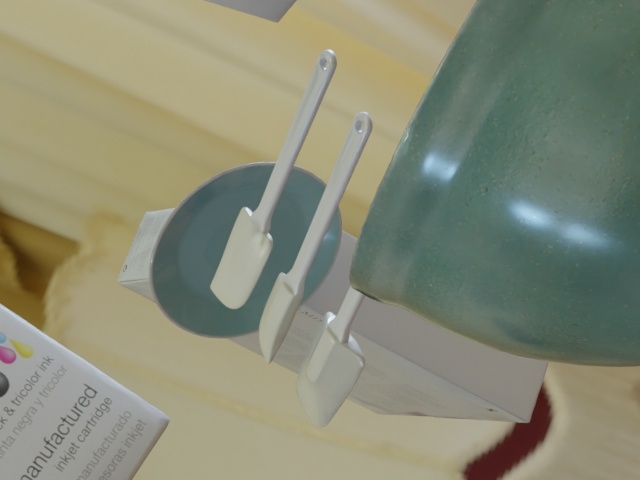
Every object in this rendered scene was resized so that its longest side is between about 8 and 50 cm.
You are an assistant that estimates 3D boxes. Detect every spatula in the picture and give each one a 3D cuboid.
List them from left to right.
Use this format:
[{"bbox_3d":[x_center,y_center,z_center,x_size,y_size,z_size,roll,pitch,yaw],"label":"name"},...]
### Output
[{"bbox_3d":[0.000,0.000,1.168,0.168,0.019,0.242,54,133,36],"label":"spatula"}]

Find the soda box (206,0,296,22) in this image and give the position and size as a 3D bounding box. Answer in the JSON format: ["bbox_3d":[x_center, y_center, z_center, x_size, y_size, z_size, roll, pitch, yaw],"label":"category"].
[{"bbox_3d":[-0.114,-0.247,1.299,0.074,0.216,0.069,142,138,-59],"label":"soda box"}]

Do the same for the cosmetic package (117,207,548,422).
[{"bbox_3d":[0.012,0.079,1.721,0.284,0.377,0.097,-2,62,59],"label":"cosmetic package"}]

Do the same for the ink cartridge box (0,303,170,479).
[{"bbox_3d":[-0.261,0.126,0.846,0.198,0.270,0.197,-57,1,-36],"label":"ink cartridge box"}]

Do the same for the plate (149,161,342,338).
[{"bbox_3d":[-0.069,0.006,1.467,0.024,0.188,0.188,51,124,49],"label":"plate"}]

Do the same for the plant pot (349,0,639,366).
[{"bbox_3d":[0.173,-0.049,0.841,0.293,0.196,0.293,-56,-10,-15],"label":"plant pot"}]
